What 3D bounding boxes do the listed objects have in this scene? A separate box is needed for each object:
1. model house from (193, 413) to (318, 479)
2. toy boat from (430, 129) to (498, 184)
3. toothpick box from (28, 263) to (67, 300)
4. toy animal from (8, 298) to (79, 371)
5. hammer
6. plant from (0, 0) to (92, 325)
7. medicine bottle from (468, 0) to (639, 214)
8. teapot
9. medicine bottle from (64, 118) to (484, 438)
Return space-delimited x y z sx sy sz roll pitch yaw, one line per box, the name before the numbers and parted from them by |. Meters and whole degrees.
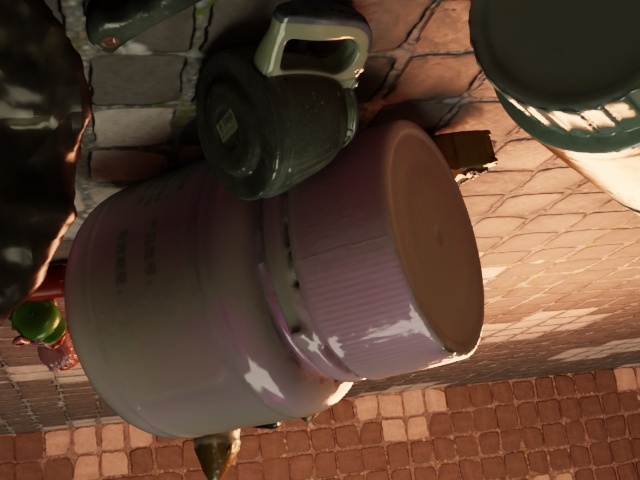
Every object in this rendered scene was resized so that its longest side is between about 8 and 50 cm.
model house | -0.092 0.158 1.081 0.185 0.291 0.253 1 171 36
toy boat | 0.091 -0.061 0.879 0.201 0.057 0.077 -23 162 38
toothpick box | -0.343 0.054 1.067 0.083 0.047 0.047 -7 163 1
toy animal | -0.398 0.134 1.267 0.103 0.100 0.208 29 172 13
hammer | -0.028 -0.174 0.494 0.288 0.033 0.111 -17 160 27
plant | -0.253 -0.069 0.464 0.215 0.213 0.312 0 -163 -24
medicine bottle | 0.230 -0.111 0.606 0.158 0.158 0.318 -18 160 30
teapot | -0.026 -0.110 0.638 0.108 0.149 0.111 -18 -149 -36
medicine bottle | -0.038 0.035 0.791 0.325 0.256 0.256 -17 161 25
